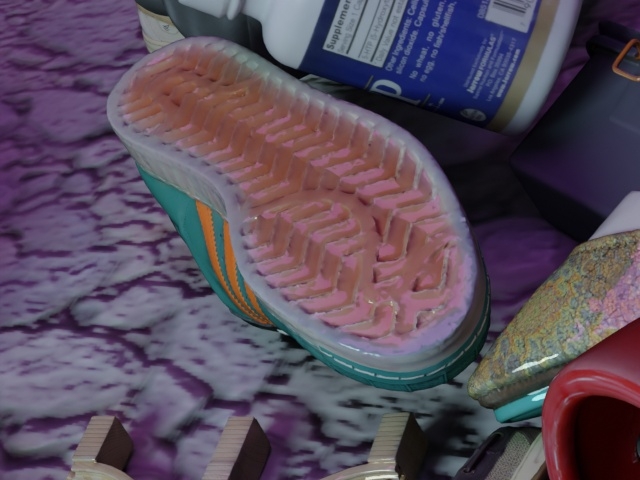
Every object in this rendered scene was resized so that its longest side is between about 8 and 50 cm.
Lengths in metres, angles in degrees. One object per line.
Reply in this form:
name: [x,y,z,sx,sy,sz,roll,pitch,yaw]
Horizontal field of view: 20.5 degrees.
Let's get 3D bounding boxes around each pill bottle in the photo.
pill bottle: [0.030,-0.130,0.884,0.186,0.112,0.112,18,43,-5]

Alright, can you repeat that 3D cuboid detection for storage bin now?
storage bin: [0.161,-0.041,0.873,0.091,0.098,0.135,-46,40,-9]

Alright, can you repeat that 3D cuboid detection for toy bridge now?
toy bridge: [-0.044,0.115,0.851,0.188,0.026,0.063,-4,43,27]

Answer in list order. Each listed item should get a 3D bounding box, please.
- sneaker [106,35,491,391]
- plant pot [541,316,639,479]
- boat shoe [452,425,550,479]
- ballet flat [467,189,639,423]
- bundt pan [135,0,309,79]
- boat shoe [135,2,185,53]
sneaker: [0.000,0.000,0.885,0.108,0.121,0.302,-36,39,-8]
plant pot: [0.199,0.086,0.618,0.174,0.191,0.191,-28,36,-18]
boat shoe: [0.061,0.135,0.748,0.049,0.056,0.152,6,37,42]
ballet flat: [0.223,-0.015,0.766,0.348,0.123,0.123,-16,38,8]
bundt pan: [0.009,-0.222,1.089,0.330,0.124,0.331,0,52,0]
boat shoe: [-0.052,-0.150,1.148,0.170,0.059,0.063,2,43,29]
